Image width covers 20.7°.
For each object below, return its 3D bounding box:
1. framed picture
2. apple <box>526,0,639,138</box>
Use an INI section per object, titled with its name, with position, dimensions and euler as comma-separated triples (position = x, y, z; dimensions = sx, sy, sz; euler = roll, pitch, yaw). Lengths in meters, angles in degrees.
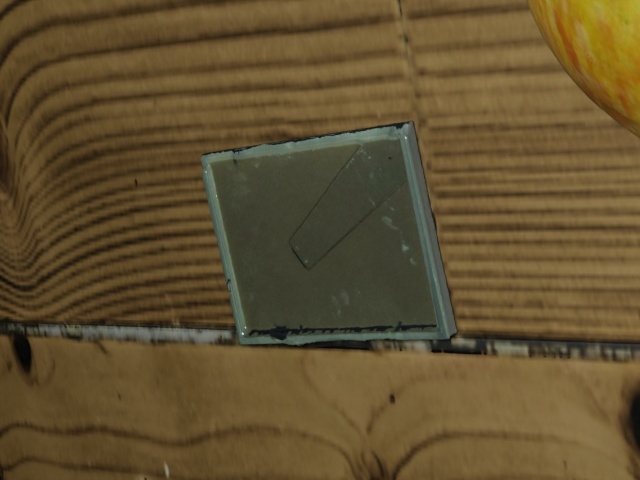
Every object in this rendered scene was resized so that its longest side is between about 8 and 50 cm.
[framed picture]
position = 0.000, 0.000, 1.692
dimensions = 0.281, 0.019, 0.208
euler = -3, 101, 42
[apple]
position = 0.322, -0.195, 1.094
dimensions = 0.400, 0.400, 0.333
euler = 12, 124, 39
